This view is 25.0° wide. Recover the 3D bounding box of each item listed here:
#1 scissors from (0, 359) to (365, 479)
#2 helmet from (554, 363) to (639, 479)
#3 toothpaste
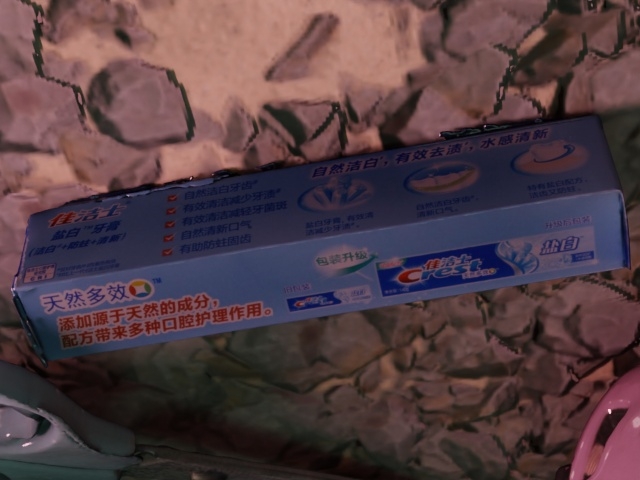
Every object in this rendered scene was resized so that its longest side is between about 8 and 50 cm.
[{"bbox_3d":[-0.088,0.119,0.752,0.360,0.029,0.191,14,151,-22],"label":"scissors"},{"bbox_3d":[0.238,0.112,0.713,0.253,0.154,0.198,-22,154,-4],"label":"helmet"},{"bbox_3d":[0.000,0.000,0.662,0.272,0.066,0.053,-9,129,5],"label":"toothpaste"}]
